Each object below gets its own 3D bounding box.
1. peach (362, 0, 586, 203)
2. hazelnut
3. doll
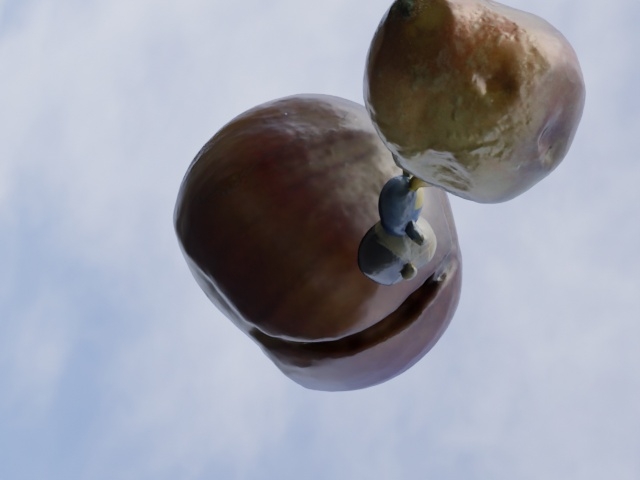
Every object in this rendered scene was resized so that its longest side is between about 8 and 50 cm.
[{"bbox_3d":[0.145,-0.153,1.682,0.214,0.235,0.214,-28,-136,31],"label":"peach"},{"bbox_3d":[0.000,0.000,2.267,0.409,0.359,0.359,39,-55,11],"label":"hazelnut"},{"bbox_3d":[0.099,-0.018,2.002,0.102,0.089,0.179,-110,-143,-49],"label":"doll"}]
